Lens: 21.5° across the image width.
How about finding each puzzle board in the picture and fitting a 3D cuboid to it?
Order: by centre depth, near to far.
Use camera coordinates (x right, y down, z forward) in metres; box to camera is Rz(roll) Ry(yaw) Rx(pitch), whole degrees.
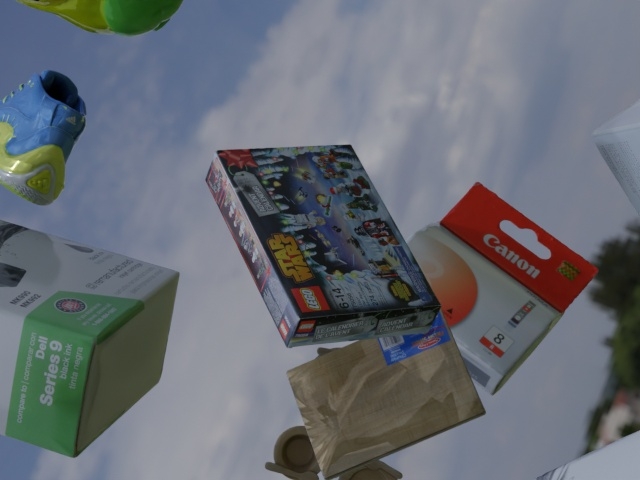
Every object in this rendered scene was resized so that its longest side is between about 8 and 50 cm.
[{"bbox_3d":[0.048,0.114,1.254,0.011,0.128,0.096,63,-175,-56],"label":"puzzle board"}]

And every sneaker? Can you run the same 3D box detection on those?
[{"bbox_3d":[-0.299,-0.118,1.742,0.091,0.240,0.126,33,-90,-35],"label":"sneaker"}]

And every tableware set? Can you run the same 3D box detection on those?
[{"bbox_3d":[0.033,0.196,1.704,0.020,0.141,0.169,-166,101,-83],"label":"tableware set"}]

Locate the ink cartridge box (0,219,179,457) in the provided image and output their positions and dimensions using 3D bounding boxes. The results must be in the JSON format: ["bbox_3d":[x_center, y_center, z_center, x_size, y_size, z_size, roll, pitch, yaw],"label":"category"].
[{"bbox_3d":[-0.304,0.070,1.535,0.211,0.289,0.122,-45,-31,-68],"label":"ink cartridge box"}]

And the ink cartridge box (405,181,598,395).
[{"bbox_3d":[0.148,0.031,1.482,0.179,0.145,0.045,-45,-15,-30],"label":"ink cartridge box"}]

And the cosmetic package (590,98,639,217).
[{"bbox_3d":[0.388,-0.141,1.066,0.377,0.097,0.284,-34,8,-11],"label":"cosmetic package"}]

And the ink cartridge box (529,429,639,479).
[{"bbox_3d":[0.186,0.213,0.814,0.307,0.223,0.129,-31,15,33],"label":"ink cartridge box"}]

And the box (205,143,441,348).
[{"bbox_3d":[0.000,0.000,0.983,0.094,0.137,0.027,-5,-42,-28],"label":"box"}]

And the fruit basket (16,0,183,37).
[{"bbox_3d":[-0.271,-0.318,1.354,0.283,0.392,0.392,-12,-54,-49],"label":"fruit basket"}]
